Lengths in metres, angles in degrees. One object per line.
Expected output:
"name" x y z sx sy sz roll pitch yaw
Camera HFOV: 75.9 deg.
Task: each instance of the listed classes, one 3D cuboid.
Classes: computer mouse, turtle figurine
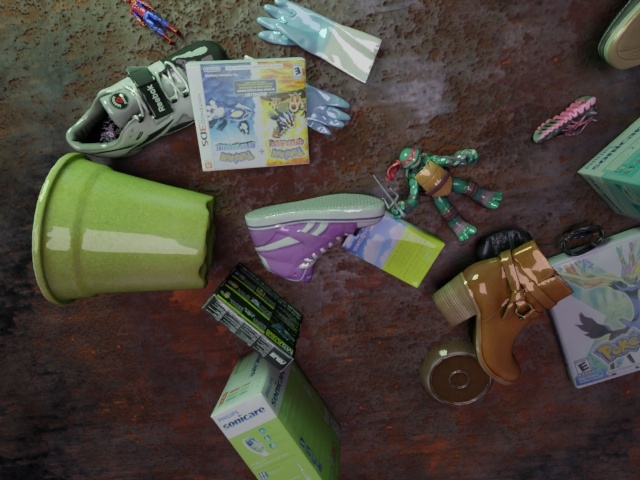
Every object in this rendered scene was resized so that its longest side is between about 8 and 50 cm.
"computer mouse" 0.431 0.006 0.813 0.241 0.041 0.071 -7 92 6
"turtle figurine" 0.217 -0.106 0.760 0.234 0.118 0.175 32 121 -21

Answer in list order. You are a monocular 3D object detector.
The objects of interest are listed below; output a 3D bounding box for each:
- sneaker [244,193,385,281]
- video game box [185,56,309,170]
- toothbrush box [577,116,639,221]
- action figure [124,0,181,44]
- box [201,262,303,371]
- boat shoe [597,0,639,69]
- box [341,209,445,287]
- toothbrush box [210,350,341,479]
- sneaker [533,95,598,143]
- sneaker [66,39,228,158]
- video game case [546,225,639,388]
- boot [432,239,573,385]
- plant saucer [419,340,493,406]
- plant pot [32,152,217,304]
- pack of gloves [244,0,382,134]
"sneaker" 0.000 0.000 0.811 0.281 0.102 0.161 -6 110 24
"video game box" -0.125 -0.227 0.747 0.204 0.048 0.187 -6 121 -7
"toothbrush box" 0.596 -0.126 0.632 0.126 0.295 0.216 43 105 -7
"action figure" -0.316 -0.413 0.759 0.115 0.030 0.038 38 110 -4
"box" -0.124 0.144 0.820 0.190 0.184 0.045 41 106 -8
"boat shoe" 0.559 -0.403 0.662 0.102 0.092 0.285 33 104 -31
"box" 0.145 0.007 0.834 0.178 0.042 0.109 28 105 -3
"toothbrush box" -0.077 0.389 0.875 0.122 0.206 0.284 -28 103 12
"sneaker" 0.454 -0.209 0.753 0.119 0.047 0.057 -34 112 14
"sneaker" -0.311 -0.247 0.746 0.330 0.146 0.123 -33 100 11
"video game case" 0.642 0.125 0.833 0.328 0.036 0.300 -22 103 10
"boot" 0.385 0.146 0.808 0.220 0.109 0.284 -35 101 19
"plant saucer" 0.307 0.305 0.914 0.168 0.029 0.169 1 107 3
"plant pot" -0.332 -0.009 0.771 0.253 0.276 0.277 6 106 -9
"pack of gloves" -0.030 -0.317 0.755 0.231 0.046 0.195 21 105 -2
